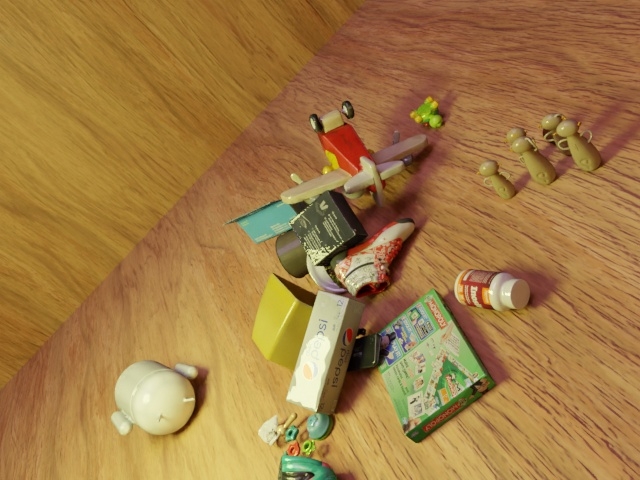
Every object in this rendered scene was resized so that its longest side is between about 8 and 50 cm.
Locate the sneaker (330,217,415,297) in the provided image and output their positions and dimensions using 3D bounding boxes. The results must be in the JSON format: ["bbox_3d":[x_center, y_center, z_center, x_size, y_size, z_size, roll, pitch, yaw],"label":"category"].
[{"bbox_3d":[0.175,0.056,1.747,0.270,0.090,0.145,-29,57,-7],"label":"sneaker"}]

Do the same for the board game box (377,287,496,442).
[{"bbox_3d":[0.237,0.270,1.422,0.213,0.046,0.317,-40,29,12],"label":"board game box"}]

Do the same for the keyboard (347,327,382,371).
[{"bbox_3d":[0.101,0.267,1.565,0.180,0.023,0.108,-31,51,59],"label":"keyboard"}]

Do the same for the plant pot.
[{"bbox_3d":[-0.067,0.241,1.725,0.187,0.212,0.212,-58,29,4],"label":"plant pot"}]

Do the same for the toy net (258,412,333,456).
[{"bbox_3d":[-0.072,0.491,1.574,0.232,0.045,0.122,-21,40,42],"label":"toy net"}]

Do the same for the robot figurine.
[{"bbox_3d":[-0.529,0.500,2.014,0.300,0.200,0.353,-43,25,-27],"label":"robot figurine"}]

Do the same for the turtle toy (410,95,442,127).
[{"bbox_3d":[0.360,-0.414,2.085,0.095,0.066,0.130,-42,30,10],"label":"turtle toy"}]

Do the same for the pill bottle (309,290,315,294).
[{"bbox_3d":[-0.066,0.198,1.903,0.116,0.065,0.065,-31,33,28],"label":"pill bottle"}]

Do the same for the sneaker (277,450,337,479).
[{"bbox_3d":[-0.082,0.567,1.399,0.295,0.124,0.178,-27,39,20],"label":"sneaker"}]

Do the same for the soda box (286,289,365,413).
[{"bbox_3d":[0.014,0.274,1.557,0.098,0.091,0.286,12,83,35],"label":"soda box"}]

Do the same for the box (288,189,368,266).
[{"bbox_3d":[0.022,-0.032,1.778,0.158,0.093,0.156,-39,70,23],"label":"box"}]

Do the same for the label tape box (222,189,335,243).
[{"bbox_3d":[-0.123,-0.080,2.113,0.241,0.106,0.334,-22,2,39],"label":"label tape box"}]

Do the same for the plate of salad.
[{"bbox_3d":[0.049,0.052,1.842,0.200,0.048,0.200,-3,81,21],"label":"plate of salad"}]

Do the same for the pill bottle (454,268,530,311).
[{"bbox_3d":[0.378,0.110,1.388,0.152,0.086,0.086,3,56,56],"label":"pill bottle"}]

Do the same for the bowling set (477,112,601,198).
[{"bbox_3d":[0.529,-0.244,1.552,0.287,0.154,0.200,-22,38,37],"label":"bowling set"}]

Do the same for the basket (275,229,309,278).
[{"bbox_3d":[0.000,0.000,1.971,0.227,0.154,0.204,-29,1,21],"label":"basket"}]

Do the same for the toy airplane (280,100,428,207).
[{"bbox_3d":[0.112,-0.223,1.978,0.386,0.272,0.384,11,53,18],"label":"toy airplane"}]
